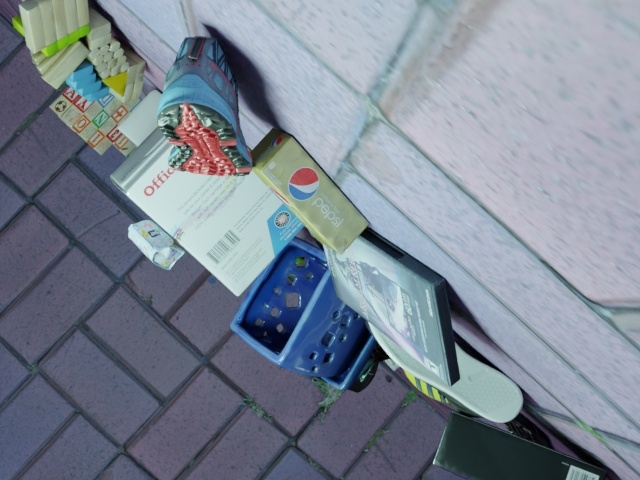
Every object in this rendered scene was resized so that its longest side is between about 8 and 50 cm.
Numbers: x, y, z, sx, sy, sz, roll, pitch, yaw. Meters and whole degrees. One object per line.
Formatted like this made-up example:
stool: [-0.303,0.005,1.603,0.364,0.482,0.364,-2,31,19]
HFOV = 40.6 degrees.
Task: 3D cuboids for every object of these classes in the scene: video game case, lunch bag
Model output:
video game case: [0.092,0.070,1.246,0.274,0.026,0.196,35,150,45]
lunch bag: [-0.276,0.005,1.442,0.071,0.053,0.083,42,-177,23]

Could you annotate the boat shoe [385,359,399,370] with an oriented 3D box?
boat shoe: [0.142,0.253,2.266,0.226,0.076,0.083,43,174,-6]

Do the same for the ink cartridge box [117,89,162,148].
ink cartridge box: [-0.259,-0.156,1.777,0.198,0.114,0.273,39,173,31]

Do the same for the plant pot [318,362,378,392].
plant pot: [0.079,0.296,2.371,0.188,0.187,0.167,22,161,-13]

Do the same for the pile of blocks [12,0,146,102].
pile of blocks: [-0.412,-0.325,1.413,0.113,0.149,0.362,40,174,17]

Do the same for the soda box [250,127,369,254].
soda box: [-0.017,-0.062,1.139,0.181,0.061,0.058,46,172,-34]

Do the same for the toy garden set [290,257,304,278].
toy garden set: [-0.011,0.097,2.300,0.204,0.049,0.244,37,169,7]

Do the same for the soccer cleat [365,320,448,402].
soccer cleat: [0.201,0.224,1.632,0.289,0.093,0.121,44,167,-19]

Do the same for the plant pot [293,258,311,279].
plant pot: [0.000,0.088,1.936,0.096,0.109,0.109,54,-178,34]

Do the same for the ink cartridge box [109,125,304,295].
ink cartridge box: [-0.196,-0.079,1.526,0.270,0.198,0.197,46,173,-24]

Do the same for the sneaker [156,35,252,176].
sneaker: [-0.126,-0.154,1.021,0.104,0.125,0.262,6,167,-4]

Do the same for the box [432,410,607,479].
box: [0.338,0.391,1.474,0.261,0.103,0.184,19,171,19]

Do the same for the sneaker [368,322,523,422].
sneaker: [0.195,0.206,1.451,0.296,0.104,0.147,37,168,11]

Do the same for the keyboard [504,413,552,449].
keyboard: [0.396,0.383,1.783,0.201,0.033,0.317,39,172,32]

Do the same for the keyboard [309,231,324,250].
keyboard: [0.000,0.000,1.700,0.072,0.014,0.256,40,173,17]

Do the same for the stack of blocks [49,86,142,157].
stack of blocks: [-0.532,-0.309,2.189,0.087,0.171,0.297,40,174,20]

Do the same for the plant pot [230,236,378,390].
plant pot: [-0.005,0.152,1.737,0.212,0.235,0.236,33,175,-31]

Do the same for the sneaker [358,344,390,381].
sneaker: [0.114,0.235,1.833,0.124,0.178,0.295,46,173,-27]
